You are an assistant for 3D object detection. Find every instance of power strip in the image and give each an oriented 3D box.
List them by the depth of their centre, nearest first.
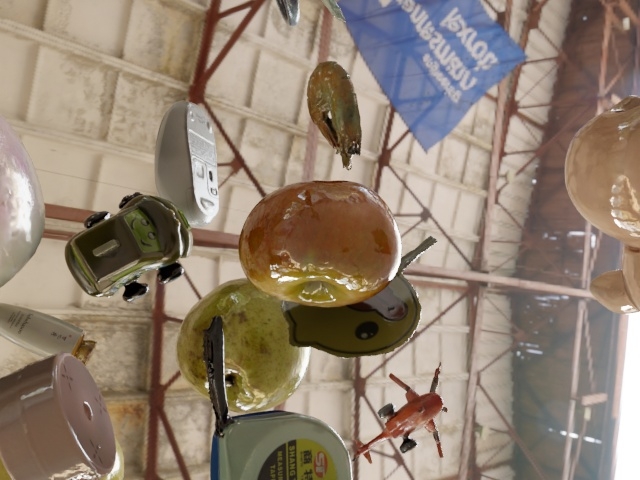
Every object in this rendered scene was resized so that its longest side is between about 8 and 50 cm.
[{"bbox_3d":[-0.292,0.207,0.707,0.078,0.154,0.154,-22,-68,-7],"label":"power strip"}]

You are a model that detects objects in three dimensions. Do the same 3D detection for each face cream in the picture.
[{"bbox_3d":[-0.486,0.165,1.119,0.182,0.051,0.072,26,-123,-11],"label":"face cream"}]

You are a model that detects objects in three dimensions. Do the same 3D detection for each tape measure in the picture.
[{"bbox_3d":[-0.068,0.278,0.905,0.215,0.098,0.351,1,-96,-32],"label":"tape measure"}]

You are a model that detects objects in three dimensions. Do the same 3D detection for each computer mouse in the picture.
[{"bbox_3d":[-0.320,-0.171,1.492,0.184,0.121,0.296,7,-106,-72],"label":"computer mouse"}]

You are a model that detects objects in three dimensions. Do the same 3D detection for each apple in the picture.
[{"bbox_3d":[0.000,0.000,0.946,0.235,0.210,0.173,11,-115,-18],"label":"apple"}]

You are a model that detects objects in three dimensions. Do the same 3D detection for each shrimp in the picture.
[{"bbox_3d":[0.028,-0.237,1.223,0.051,0.115,0.217,-12,-95,-41],"label":"shrimp"}]

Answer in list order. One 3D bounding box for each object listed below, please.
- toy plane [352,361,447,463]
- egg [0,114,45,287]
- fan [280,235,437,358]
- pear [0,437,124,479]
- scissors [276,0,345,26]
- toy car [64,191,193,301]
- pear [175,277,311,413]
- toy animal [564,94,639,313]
[{"bbox_3d":[0.099,0.251,0.882,0.077,0.194,0.126,-12,-98,-48],"label":"toy plane"},{"bbox_3d":[-0.623,-0.111,0.938,0.354,0.355,0.339,-45,-27,-36],"label":"egg"},{"bbox_3d":[0.081,0.082,1.053,0.335,0.230,0.011,-34,-40,-26],"label":"fan"},{"bbox_3d":[-0.557,0.463,1.223,0.348,0.348,0.348,-4,-85,-47],"label":"pear"},{"bbox_3d":[-0.036,-0.345,0.757,0.029,0.383,0.256,-20,-55,-5],"label":"scissors"},{"bbox_3d":[-0.393,0.013,1.281,0.248,0.198,0.204,-28,-91,-1],"label":"toy car"},{"bbox_3d":[-0.160,0.233,1.395,0.304,0.304,0.303,-4,-85,-47],"label":"pear"},{"bbox_3d":[0.454,-0.026,0.819,0.326,0.237,0.269,27,-86,-7],"label":"toy animal"}]
